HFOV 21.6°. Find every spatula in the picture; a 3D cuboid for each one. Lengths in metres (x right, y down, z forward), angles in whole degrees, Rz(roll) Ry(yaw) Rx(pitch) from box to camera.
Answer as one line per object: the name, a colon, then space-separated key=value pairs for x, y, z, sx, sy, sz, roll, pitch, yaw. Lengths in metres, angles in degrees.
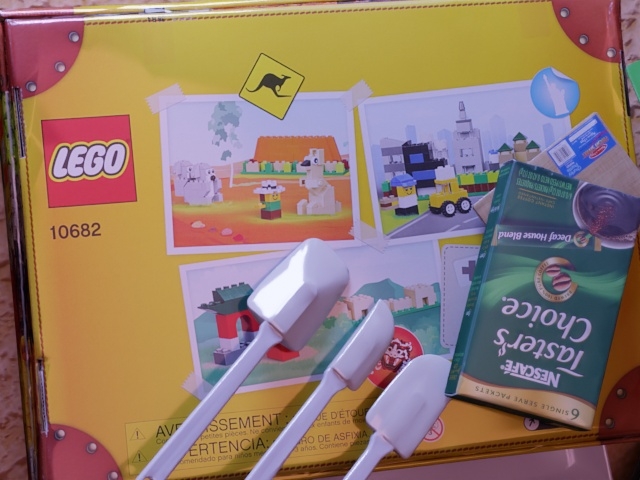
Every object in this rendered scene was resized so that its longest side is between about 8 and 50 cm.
spatula: x=-0.019 y=0.132 z=1.220 sx=0.168 sy=0.019 sz=0.242 roll=45 pitch=66 yaw=-11

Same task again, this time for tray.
tray: x=0.118 y=0.177 z=1.484 sx=0.270 sy=0.030 sz=0.145 roll=-8 pitch=83 yaw=-13

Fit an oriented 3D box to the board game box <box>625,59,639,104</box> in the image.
board game box: x=0.418 y=-0.079 z=1.384 sx=0.242 sy=0.064 sz=0.316 roll=-24 pitch=139 yaw=16

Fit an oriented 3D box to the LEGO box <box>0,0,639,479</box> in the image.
LEGO box: x=0.000 y=0.000 z=1.364 sx=0.500 sy=0.193 sz=0.373 roll=-4 pitch=86 yaw=-12

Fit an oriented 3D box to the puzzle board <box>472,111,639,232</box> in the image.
puzzle board: x=0.193 y=-0.025 z=1.302 sx=0.128 sy=0.011 sz=0.096 roll=-37 pitch=92 yaw=-13

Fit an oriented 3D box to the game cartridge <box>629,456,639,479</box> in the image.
game cartridge: x=0.354 y=0.302 z=1.462 sx=0.230 sy=0.068 sz=0.355 roll=29 pitch=66 yaw=3

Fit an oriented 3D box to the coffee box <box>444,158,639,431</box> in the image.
coffee box: x=0.169 y=0.043 z=1.263 sx=0.113 sy=0.040 sz=0.184 roll=17 pitch=82 yaw=-9
